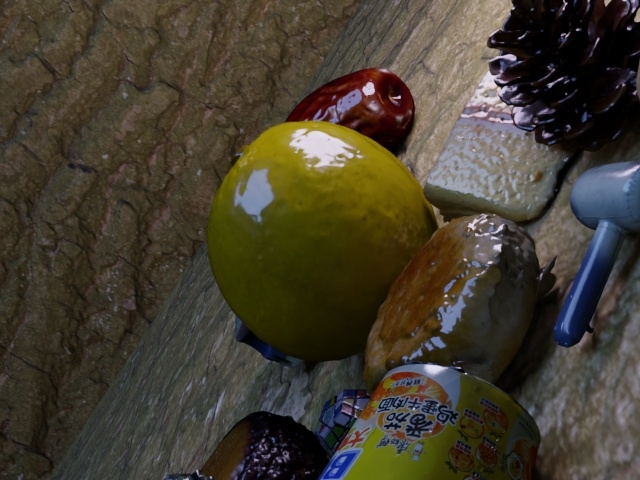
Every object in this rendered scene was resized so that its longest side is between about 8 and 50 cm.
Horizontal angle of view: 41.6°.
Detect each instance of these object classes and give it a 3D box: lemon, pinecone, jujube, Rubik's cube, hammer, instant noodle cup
[{"bbox_3d":[0.000,0.000,1.193,0.348,0.348,0.348,-52,17,23],"label":"lemon"},{"bbox_3d":[0.284,-0.204,0.951,0.208,0.207,0.208,-52,17,23],"label":"pinecone"},{"bbox_3d":[0.048,-0.221,1.718,0.318,0.223,0.223,-30,32,46],"label":"jujube"},{"bbox_3d":[0.048,0.236,1.045,0.111,0.111,0.093,-84,1,-57],"label":"Rubik's cube"},{"bbox_3d":[0.272,0.015,0.820,0.194,0.069,0.116,-66,17,-6],"label":"hammer"},{"bbox_3d":[0.099,0.216,0.763,0.205,0.205,0.153,-38,17,53],"label":"instant noodle cup"}]

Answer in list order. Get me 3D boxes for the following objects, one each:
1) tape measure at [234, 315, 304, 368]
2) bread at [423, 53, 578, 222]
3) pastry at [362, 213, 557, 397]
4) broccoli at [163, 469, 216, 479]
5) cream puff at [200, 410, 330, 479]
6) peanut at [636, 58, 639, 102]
[{"bbox_3d":[-0.029,0.074,1.504,0.262,0.138,0.259,-54,18,19],"label":"tape measure"},{"bbox_3d":[0.274,-0.114,1.116,0.178,0.135,0.240,22,79,40],"label":"bread"},{"bbox_3d":[0.152,0.088,0.959,0.257,0.120,0.236,-43,18,51],"label":"pastry"},{"bbox_3d":[-0.057,0.375,0.880,0.247,0.245,0.288,-22,69,24],"label":"broccoli"},{"bbox_3d":[-0.078,0.345,1.091,0.239,0.164,0.239,-54,12,16],"label":"cream puff"},{"bbox_3d":[0.398,-0.204,0.690,0.313,0.152,0.152,-50,17,10],"label":"peanut"}]
